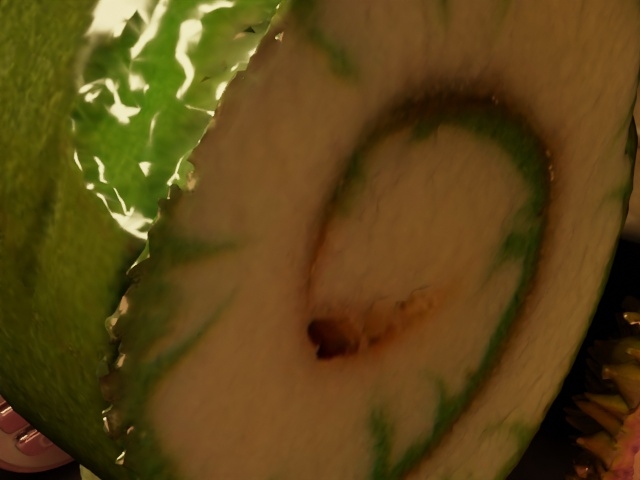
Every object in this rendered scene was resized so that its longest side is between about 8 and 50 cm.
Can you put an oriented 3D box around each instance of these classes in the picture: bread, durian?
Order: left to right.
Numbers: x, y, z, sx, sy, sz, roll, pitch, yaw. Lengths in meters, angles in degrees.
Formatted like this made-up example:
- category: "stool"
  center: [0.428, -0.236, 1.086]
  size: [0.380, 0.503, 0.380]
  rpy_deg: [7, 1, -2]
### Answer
- category: "bread"
  center: [0.000, 0.000, 0.547]
  size: [0.366, 0.129, 0.382]
  rpy_deg: [5, 108, -55]
- category: "durian"
  center: [0.224, 0.080, 0.797]
  size: [0.191, 0.112, 0.341]
  rpy_deg: [-26, 154, 14]

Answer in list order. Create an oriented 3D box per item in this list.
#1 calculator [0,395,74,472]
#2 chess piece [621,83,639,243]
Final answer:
- category: "calculator"
  center: [-0.119, -0.012, 0.563]
  size: [0.194, 0.043, 0.294]
  rpy_deg: [-37, 137, -13]
- category: "chess piece"
  center: [0.185, -0.106, 0.677]
  size: [0.133, 0.133, 0.243]
  rpy_deg: [-21, 135, -24]
